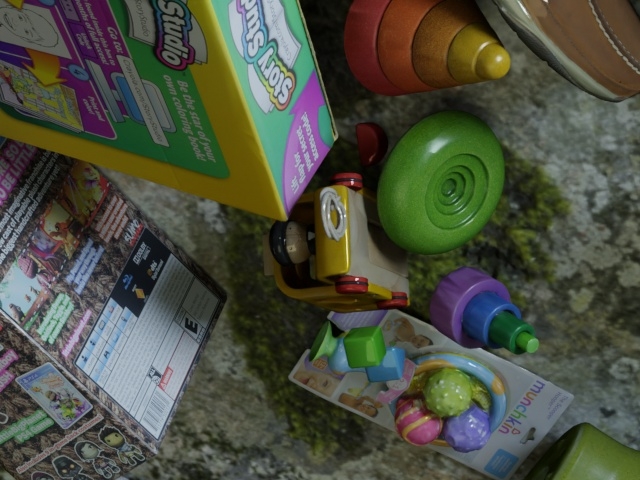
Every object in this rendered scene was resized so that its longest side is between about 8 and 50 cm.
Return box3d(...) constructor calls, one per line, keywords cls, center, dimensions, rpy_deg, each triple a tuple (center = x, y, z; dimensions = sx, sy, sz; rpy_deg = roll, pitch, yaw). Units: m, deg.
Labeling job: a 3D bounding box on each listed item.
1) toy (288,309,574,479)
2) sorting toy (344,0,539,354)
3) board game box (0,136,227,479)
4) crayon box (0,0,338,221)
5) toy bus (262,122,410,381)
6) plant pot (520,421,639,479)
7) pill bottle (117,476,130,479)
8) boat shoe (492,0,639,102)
box3d(cls="toy", center=(0.097, 0.149, 1.762), dimensions=(0.237, 0.056, 0.137), rpy_deg=(28, 128, -5))
box3d(cls="sorting toy", center=(0.126, -0.050, 1.539), dimensions=(0.126, 0.127, 0.365), rpy_deg=(31, 143, 49))
box3d(cls="board game box", center=(-0.255, 0.051, 1.679), dimensions=(0.141, 0.232, 0.291), rpy_deg=(-34, 110, 32))
box3d(cls="crayon box", center=(-0.174, -0.196, 1.444), dimensions=(0.313, 0.106, 0.363), rpy_deg=(16, 150, 24))
box3d(cls="toy bus", center=(0.005, 0.007, 1.601), dimensions=(0.104, 0.191, 0.202), rpy_deg=(-8, 122, 20))
box3d(cls="plant pot", center=(0.305, 0.356, 1.697), dimensions=(0.353, 0.366, 0.366), rpy_deg=(36, 127, 3))
box3d(cls="pill bottle", center=(-0.234, 0.362, 1.957), dimensions=(0.131, 0.131, 0.229), rpy_deg=(8, 126, 10))
box3d(cls="boat shoe", center=(0.169, -0.247, 1.421), dimensions=(0.120, 0.122, 0.324), rpy_deg=(-30, 113, 27))
